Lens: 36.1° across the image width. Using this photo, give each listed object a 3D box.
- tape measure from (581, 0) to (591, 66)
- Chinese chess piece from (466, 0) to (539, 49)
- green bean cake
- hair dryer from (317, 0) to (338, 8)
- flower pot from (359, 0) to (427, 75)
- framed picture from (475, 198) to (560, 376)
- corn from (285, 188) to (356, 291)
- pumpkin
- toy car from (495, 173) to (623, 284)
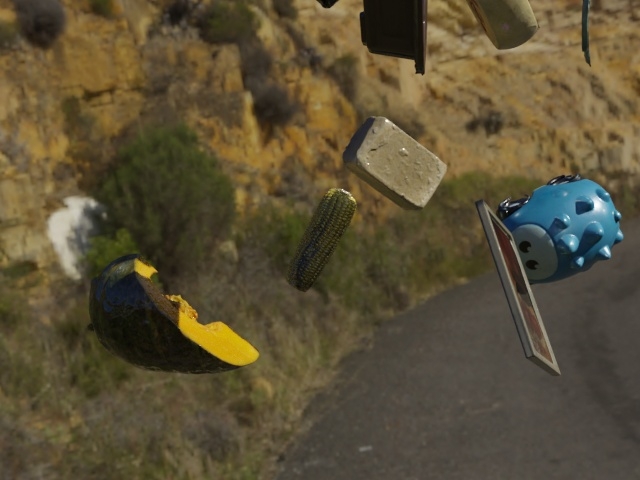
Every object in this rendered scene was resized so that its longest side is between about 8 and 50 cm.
[{"bbox_3d":[0.522,-0.481,1.848,0.084,0.330,0.164,12,54,41],"label":"tape measure"},{"bbox_3d":[0.372,-0.530,2.115,0.097,0.250,0.251,-30,-2,9],"label":"Chinese chess piece"},{"bbox_3d":[0.138,-0.143,1.840,0.179,0.109,0.085,33,-7,-22],"label":"green bean cake"},{"bbox_3d":[0.091,-0.413,1.385,0.251,0.089,0.197,-44,7,-9],"label":"hair dryer"},{"bbox_3d":[0.089,-0.339,1.218,0.084,0.250,0.178,0,44,7],"label":"flower pot"},{"bbox_3d":[0.348,0.088,1.727,0.020,0.289,0.211,-23,-24,17],"label":"framed picture"},{"bbox_3d":[0.000,0.000,1.781,0.072,0.203,0.072,28,5,-2],"label":"corn"},{"bbox_3d":[-0.253,0.164,1.525,0.163,0.278,0.111,-46,15,18],"label":"pumpkin"},{"bbox_3d":[0.483,-0.016,1.953,0.255,0.188,0.190,-23,14,-9],"label":"toy car"}]
